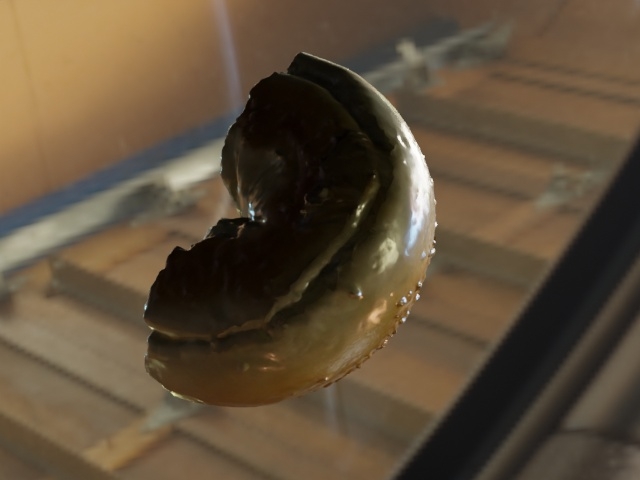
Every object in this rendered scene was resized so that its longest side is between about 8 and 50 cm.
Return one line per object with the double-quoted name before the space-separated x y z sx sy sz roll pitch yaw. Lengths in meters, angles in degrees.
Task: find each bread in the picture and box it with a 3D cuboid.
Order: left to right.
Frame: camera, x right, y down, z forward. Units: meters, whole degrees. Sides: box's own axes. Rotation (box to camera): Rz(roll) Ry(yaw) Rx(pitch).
"bread" 0.005 -0.003 1.486 0.192 0.171 0.314 -1 -124 32
